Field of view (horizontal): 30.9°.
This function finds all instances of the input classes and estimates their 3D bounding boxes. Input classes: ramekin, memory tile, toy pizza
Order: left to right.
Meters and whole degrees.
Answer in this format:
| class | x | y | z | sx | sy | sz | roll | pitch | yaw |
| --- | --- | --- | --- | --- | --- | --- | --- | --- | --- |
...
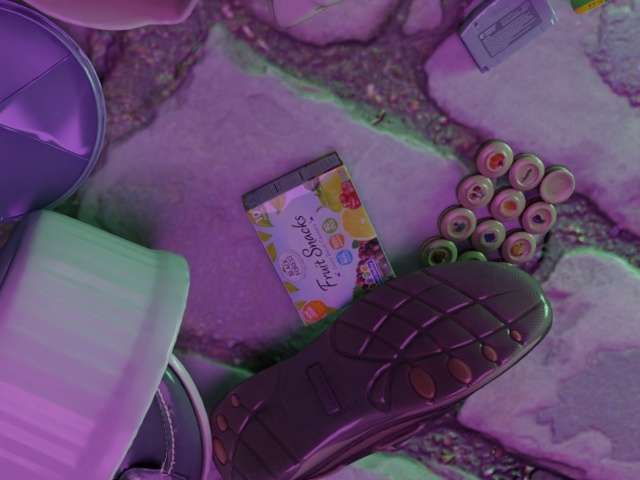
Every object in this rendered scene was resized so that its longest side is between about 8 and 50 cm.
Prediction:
| class | x | y | z | sx | sy | sz | roll | pitch | yaw |
| --- | --- | --- | --- | --- | --- | --- | --- | --- | --- |
| toy pizza | -0.280 | -0.107 | 0.961 | 0.201 | 0.032 | 0.201 | -3 | 118 | -7 |
| ramekin | -0.233 | 0.109 | 0.956 | 0.135 | 0.277 | 0.277 | 27 | 108 | -17 |
| memory tile | 0.173 | -0.020 | 1.135 | 0.113 | 0.012 | 0.148 | 21 | 110 | -23 |

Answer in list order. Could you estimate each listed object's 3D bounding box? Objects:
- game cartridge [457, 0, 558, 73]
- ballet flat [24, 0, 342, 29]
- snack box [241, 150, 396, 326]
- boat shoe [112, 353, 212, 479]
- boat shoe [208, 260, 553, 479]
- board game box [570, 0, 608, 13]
| class | x | y | z | sx | sy | sz | roll | pitch | yaw |
| --- | --- | --- | --- | --- | --- | --- | --- | --- | --- |
| game cartridge | 0.166 | -0.195 | 1.040 | 0.083 | 0.017 | 0.056 | -35 | 123 | 5 |
| ballet flat | -0.092 | -0.244 | 0.890 | 0.482 | 0.164 | 0.182 | -2 | 139 | -7 |
| snack box | 0.000 | 0.000 | 1.086 | 0.100 | 0.037 | 0.141 | -26 | 120 | 1 |
| boat shoe | -0.180 | 0.246 | 1.110 | 0.116 | 0.099 | 0.320 | 19 | 119 | 21 |
| boat shoe | 0.059 | 0.132 | 1.128 | 0.355 | 0.132 | 0.130 | -27 | 158 | 11 |
| board game box | 0.229 | -0.330 | 0.975 | 0.124 | 0.039 | 0.259 | -26 | 117 | 1 |
